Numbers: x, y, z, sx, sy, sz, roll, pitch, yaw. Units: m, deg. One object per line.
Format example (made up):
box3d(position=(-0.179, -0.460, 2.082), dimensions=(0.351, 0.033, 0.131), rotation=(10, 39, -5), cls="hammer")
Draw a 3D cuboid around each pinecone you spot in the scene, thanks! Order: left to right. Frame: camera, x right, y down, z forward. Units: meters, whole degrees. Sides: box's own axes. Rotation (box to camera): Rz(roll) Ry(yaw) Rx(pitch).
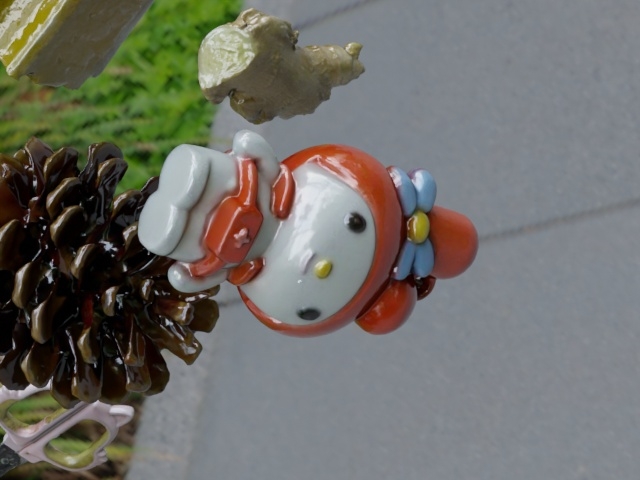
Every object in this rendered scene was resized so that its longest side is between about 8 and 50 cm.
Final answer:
box3d(position=(-0.209, 0.040, 1.350), dimensions=(0.264, 0.264, 0.264), rotation=(-26, 45, 28), cls="pinecone")

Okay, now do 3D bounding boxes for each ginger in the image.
box3d(position=(-0.047, -0.198, 1.765), dimensions=(0.137, 0.213, 0.074), rotation=(-57, 49, 22), cls="ginger")

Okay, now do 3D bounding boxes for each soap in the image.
box3d(position=(-0.286, -0.337, 1.871), dimensions=(0.143, 0.259, 0.281), rotation=(42, 105, 12), cls="soap")

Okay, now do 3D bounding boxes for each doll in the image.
box3d(position=(0.000, 0.000, 1.150), dimensions=(0.130, 0.290, 0.161), rotation=(41, 110, 52), cls="doll")

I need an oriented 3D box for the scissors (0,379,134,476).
box3d(position=(-0.360, 0.247, 1.759), dimensions=(0.317, 0.160, 0.024), rotation=(-34, 28, 29), cls="scissors")
